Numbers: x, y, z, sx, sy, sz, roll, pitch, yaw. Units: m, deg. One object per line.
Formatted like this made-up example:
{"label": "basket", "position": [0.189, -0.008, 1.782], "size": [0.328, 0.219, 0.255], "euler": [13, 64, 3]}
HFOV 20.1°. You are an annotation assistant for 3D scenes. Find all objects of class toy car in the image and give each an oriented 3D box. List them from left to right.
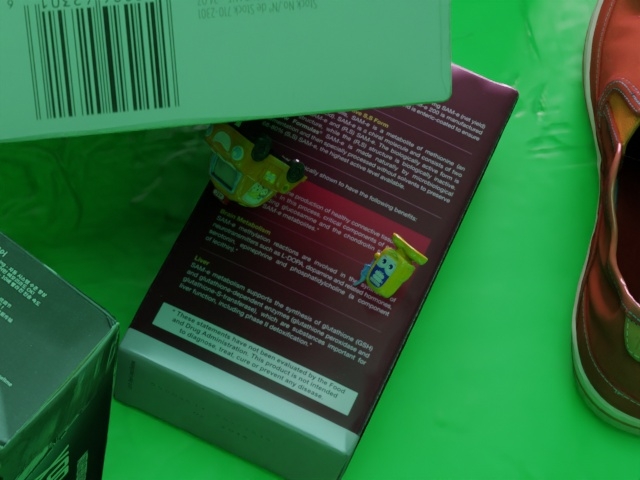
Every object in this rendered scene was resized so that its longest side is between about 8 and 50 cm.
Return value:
{"label": "toy car", "position": [-0.011, -0.014, 0.893], "size": [0.122, 0.060, 0.040], "euler": [39, 96, 20]}

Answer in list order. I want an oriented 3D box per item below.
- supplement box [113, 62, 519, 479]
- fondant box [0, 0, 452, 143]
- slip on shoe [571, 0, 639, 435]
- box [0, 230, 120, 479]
{"label": "supplement box", "position": [0.000, 0.000, 0.958], "size": [0.130, 0.073, 0.239], "euler": [25, 62, 5]}
{"label": "fondant box", "position": [-0.085, -0.140, 0.881], "size": [0.238, 0.096, 0.330], "euler": [-6, 21, -7]}
{"label": "slip on shoe", "position": [0.206, -0.055, 1.008], "size": [0.123, 0.101, 0.331], "euler": [13, 60, -1]}
{"label": "box", "position": [-0.236, 0.021, 0.812], "size": [0.307, 0.242, 0.076], "euler": [36, 63, 10]}
